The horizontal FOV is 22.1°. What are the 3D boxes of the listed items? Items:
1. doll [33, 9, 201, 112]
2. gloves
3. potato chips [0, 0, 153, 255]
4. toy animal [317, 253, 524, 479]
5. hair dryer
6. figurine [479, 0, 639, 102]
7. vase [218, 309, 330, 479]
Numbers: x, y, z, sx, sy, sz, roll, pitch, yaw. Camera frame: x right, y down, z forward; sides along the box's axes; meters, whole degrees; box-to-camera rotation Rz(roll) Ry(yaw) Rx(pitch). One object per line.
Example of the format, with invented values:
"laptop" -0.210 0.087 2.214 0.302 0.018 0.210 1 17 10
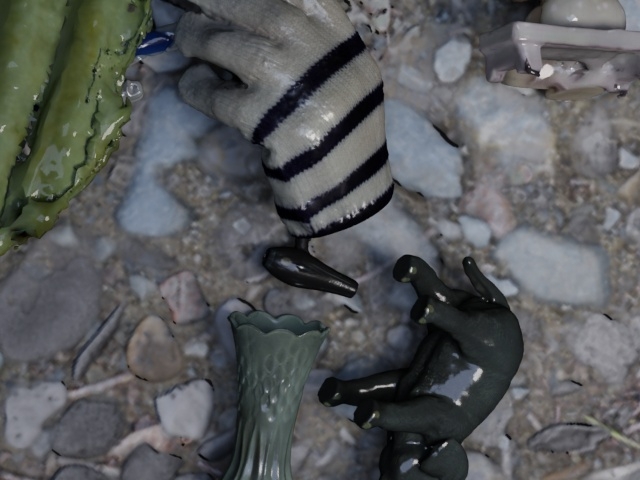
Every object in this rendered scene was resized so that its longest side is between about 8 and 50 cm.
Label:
"doll" -0.198 -0.137 1.256 0.227 0.057 0.114 -34 100 -5
"gloves" -0.021 -0.122 1.228 0.140 0.131 0.218 -27 112 -22
"potato chips" -0.300 -0.173 1.212 0.358 0.070 0.429 11 79 7
"toy animal" 0.070 0.139 1.270 0.137 0.082 0.269 23 90 -33
"hair dryer" 0.000 0.000 1.300 0.079 0.031 0.083 19 83 -17
"figurine" 0.196 -0.240 1.246 0.182 0.144 0.256 4 90 -1
"vase" -0.042 0.134 1.279 0.081 0.081 0.148 7 97 -6
